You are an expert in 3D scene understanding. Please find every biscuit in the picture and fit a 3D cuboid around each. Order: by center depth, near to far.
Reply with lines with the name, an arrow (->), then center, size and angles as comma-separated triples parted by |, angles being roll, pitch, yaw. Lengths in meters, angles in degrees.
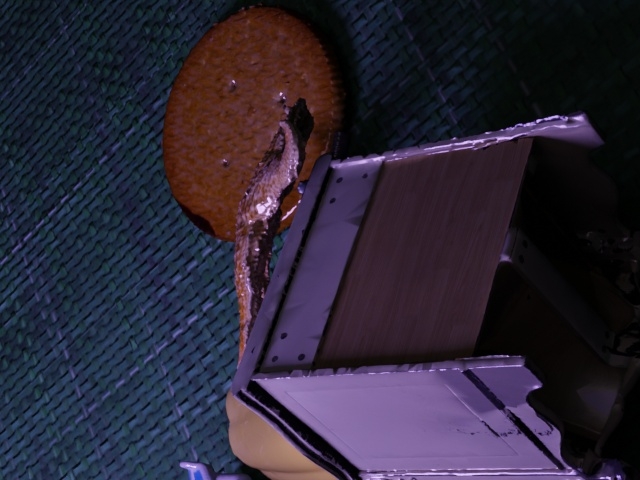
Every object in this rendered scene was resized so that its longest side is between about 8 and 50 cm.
biscuit -> -0.083, -0.145, 1.742 | 0.305, 0.038, 0.305 | -7, 80, 40

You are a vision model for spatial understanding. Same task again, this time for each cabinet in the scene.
cabinet -> 0.141, 0.070, 1.322 | 0.318, 0.227, 0.290 | -9, 49, 38

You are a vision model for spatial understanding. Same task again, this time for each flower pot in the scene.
flower pot -> -0.002, 0.182, 1.527 | 0.179, 0.195, 0.195 | -27, 64, 51

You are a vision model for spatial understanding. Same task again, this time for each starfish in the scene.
starfish -> -0.060, -0.015, 1.480 | 0.299, 0.060, 0.302 | 149, 134, -85

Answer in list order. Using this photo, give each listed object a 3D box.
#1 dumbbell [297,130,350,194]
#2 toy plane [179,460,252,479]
dumbbell -> 0.000, 0.000, 1.612 | 0.082, 0.082, 0.254 | 11, 90, 42
toy plane -> -0.142, 0.393, 1.644 | 0.267, 0.123, 0.266 | -7, 78, 38
